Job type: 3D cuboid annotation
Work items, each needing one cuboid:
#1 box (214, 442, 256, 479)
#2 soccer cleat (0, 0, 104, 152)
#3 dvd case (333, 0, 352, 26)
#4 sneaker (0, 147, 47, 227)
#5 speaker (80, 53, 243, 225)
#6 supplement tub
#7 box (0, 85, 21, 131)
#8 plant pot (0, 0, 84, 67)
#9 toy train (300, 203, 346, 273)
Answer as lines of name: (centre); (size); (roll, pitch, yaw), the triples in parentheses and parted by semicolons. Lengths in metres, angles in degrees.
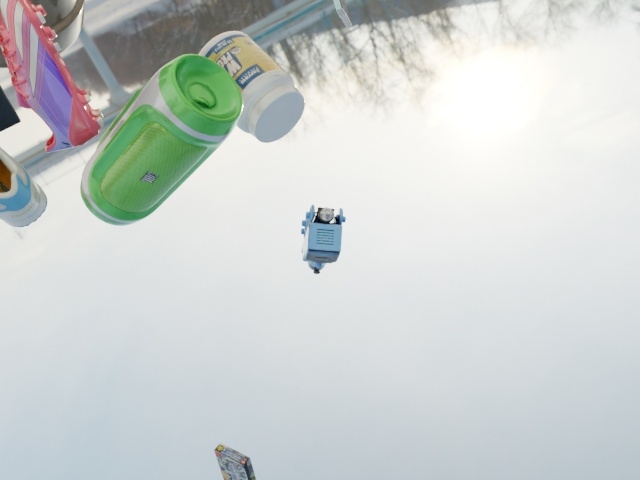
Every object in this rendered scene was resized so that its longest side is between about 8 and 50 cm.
box: (-0.203, 0.560, 1.569); (0.094, 0.137, 0.027); (15, -139, 31)
soccer cleat: (-0.383, -0.233, 0.858); (0.095, 0.248, 0.083); (-28, -148, -7)
dvd case: (0.032, -0.446, 1.177); (0.013, 0.087, 0.119); (-16, -178, 11)
sneaker: (-0.444, -0.111, 0.798); (0.087, 0.229, 0.092); (-55, 177, -17)
speaker: (-0.237, -0.134, 0.930); (0.296, 0.131, 0.131); (-35, -166, 40)
supplement tub: (-0.139, -0.302, 1.276); (0.144, 0.144, 0.199); (-35, -114, -19)
box: (-0.223, -0.073, 0.353); (0.083, 0.052, 0.062); (-37, -139, -25)
plant pot: (-0.542, -0.496, 1.054); (0.323, 0.323, 0.280); (-46, 179, -36)
toy train: (0.000, 0.000, 1.248); (0.080, 0.105, 0.184); (7, 161, -5)
